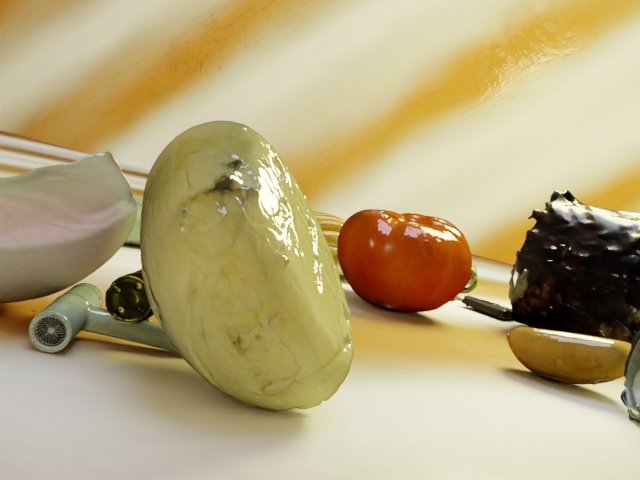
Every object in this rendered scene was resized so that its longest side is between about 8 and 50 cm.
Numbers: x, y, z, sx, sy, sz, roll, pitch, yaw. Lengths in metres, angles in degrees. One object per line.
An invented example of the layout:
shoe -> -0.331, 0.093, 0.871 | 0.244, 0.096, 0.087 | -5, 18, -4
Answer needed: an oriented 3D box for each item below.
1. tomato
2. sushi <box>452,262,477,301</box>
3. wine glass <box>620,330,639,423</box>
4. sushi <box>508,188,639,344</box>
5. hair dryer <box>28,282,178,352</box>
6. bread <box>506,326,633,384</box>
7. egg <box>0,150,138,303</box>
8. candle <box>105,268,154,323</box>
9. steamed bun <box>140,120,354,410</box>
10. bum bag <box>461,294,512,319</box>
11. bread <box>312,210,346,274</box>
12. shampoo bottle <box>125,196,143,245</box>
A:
tomato -> 0.144, 0.036, 1.533 | 0.260, 0.180, 0.260 | 11, 5, -1
sushi -> 0.233, 0.054, 1.850 | 0.291, 0.131, 0.139 | 22, 1, -29
wine glass -> 0.541, 0.203, 1.109 | 0.232, 0.156, 0.156 | 19, 5, -5
sushi -> 0.540, 0.072, 1.637 | 0.294, 0.299, 0.281 | 19, -20, 22
hair dryer -> -0.190, 0.095, 0.859 | 0.183, 0.044, 0.155 | 17, 8, -4
bread -> 0.369, 0.172, 1.230 | 0.189, 0.077, 0.114 | 4, -4, 15
egg -> -0.349, -0.011, 0.864 | 0.271, 0.206, 0.161 | 23, 44, 7
candle -> -0.181, 0.054, 0.870 | 0.052, 0.052, 0.131 | 14, 4, 3
steamed bun -> -0.083, 0.033, 0.783 | 0.166, 0.273, 0.232 | -22, 39, 11
bum bag -> 0.386, 0.151, 1.806 | 0.109, 0.026, 0.159 | 19, 2, 40
bread -> 0.000, 0.000, 1.828 | 0.173, 0.121, 0.311 | 12, 5, -11
shampoo bottle -> -0.323, -0.033, 1.526 | 0.234, 0.087, 0.118 | 10, 11, -37
